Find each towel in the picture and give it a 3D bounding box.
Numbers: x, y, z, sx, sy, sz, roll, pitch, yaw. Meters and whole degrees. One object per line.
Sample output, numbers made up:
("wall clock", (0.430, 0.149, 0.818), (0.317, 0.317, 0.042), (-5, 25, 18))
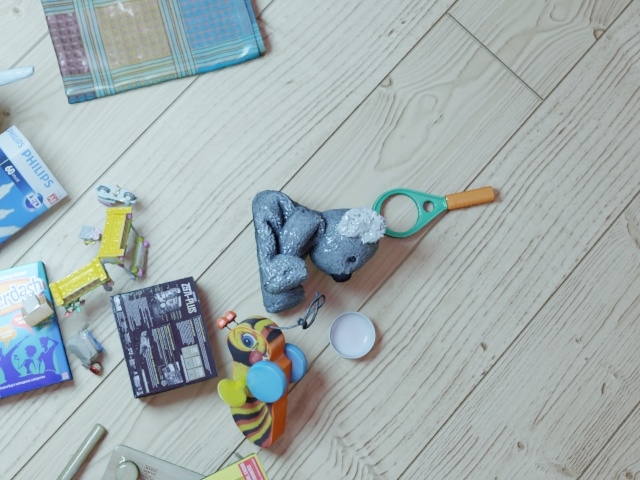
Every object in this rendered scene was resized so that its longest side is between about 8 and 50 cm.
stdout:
("towel", (-0.307, -0.415, 1.872), (0.370, 0.040, 0.271), (-16, 84, -9))

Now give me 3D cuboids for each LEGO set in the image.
("LEGO set", (-0.378, 0.048, 1.762), (0.132, 0.107, 0.287), (18, 68, 24))

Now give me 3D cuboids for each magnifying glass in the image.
("magnifying glass", (0.206, -0.063, 1.898), (0.231, 0.026, 0.092), (-12, 84, -10))

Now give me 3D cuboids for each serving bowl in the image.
("serving bowl", (0.054, 0.168, 1.844), (0.083, 0.027, 0.083), (1, 83, -7))

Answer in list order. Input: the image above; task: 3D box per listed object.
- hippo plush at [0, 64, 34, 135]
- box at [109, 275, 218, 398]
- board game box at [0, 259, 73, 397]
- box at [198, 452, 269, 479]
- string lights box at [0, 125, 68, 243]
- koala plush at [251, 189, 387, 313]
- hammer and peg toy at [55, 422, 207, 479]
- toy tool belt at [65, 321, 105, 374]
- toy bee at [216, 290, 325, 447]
("hippo plush", (-0.653, -0.251, 1.694), (0.234, 0.294, 0.236), (-26, 76, -37))
("box", (-0.267, 0.166, 1.775), (0.147, 0.077, 0.180), (-15, 85, -9))
("board game box", (-0.524, 0.155, 1.758), (0.160, 0.047, 0.210), (-15, 84, -10))
("box", (-0.189, 0.423, 1.633), (0.232, 0.058, 0.087), (-24, 84, -12))
("string lights box", (-0.572, -0.059, 1.733), (0.259, 0.133, 0.077), (-38, 47, -10))
("koala plush", (0.000, 0.000, 1.783), (0.221, 0.196, 0.203), (-7, 73, -5))
("hammer and peg toy", (-0.314, 0.470, 1.701), (0.361, 0.127, 0.266), (23, 80, -4))
("toy tool belt", (-0.391, 0.183, 1.770), (0.083, 0.052, 0.051), (57, 50, -29))
("toy bee", (-0.101, 0.191, 1.748), (0.162, 0.195, 0.298), (26, 97, 18))
